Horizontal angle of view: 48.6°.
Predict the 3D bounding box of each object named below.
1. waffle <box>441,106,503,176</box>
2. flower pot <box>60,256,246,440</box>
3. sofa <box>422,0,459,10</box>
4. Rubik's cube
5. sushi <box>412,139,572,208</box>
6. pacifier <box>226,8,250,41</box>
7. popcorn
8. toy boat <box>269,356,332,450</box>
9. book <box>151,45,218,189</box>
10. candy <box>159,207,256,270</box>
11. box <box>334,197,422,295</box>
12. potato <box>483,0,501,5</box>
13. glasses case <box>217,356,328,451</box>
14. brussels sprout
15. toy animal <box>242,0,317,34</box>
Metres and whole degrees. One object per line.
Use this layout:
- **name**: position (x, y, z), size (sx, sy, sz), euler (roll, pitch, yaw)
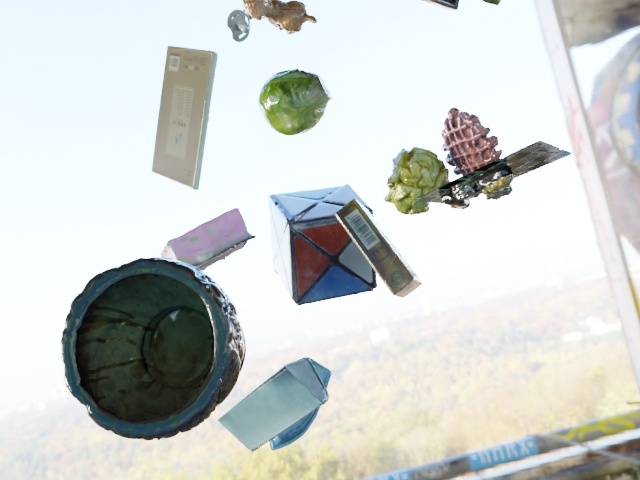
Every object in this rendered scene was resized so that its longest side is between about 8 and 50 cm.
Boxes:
- **waffle**: position (0.394, -0.234, 1.854), size (0.055, 0.221, 0.234), euler (-30, -36, -19)
- **flower pot**: position (-0.239, 0.172, 1.132), size (0.266, 0.267, 0.267), euler (-13, -11, 3)
- **sofa**: position (0.332, -0.679, 1.955), size (0.117, 0.060, 0.039), euler (4, 5, -37)
- **Rubik's cube**: position (0.000, 0.000, 2.367), size (0.305, 0.307, 0.310), euler (-10, 25, -12)
- **sushi**: position (0.335, -0.105, 1.367), size (0.279, 0.043, 0.192), euler (-24, -15, 34)
- **pacifier**: position (-0.193, -0.532, 1.759), size (0.068, 0.083, 0.064), euler (-39, 47, -17)
- **popcorn**: position (0.257, -0.161, 1.936), size (0.187, 0.186, 0.167), euler (-43, -58, 14)
- **toy boat**: position (-0.061, 0.404, 1.729), size (0.238, 0.109, 0.098), euler (-59, 1, -29)
- **book**: position (-0.322, -0.291, 1.655), size (0.021, 0.311, 0.216), euler (0, 15, -41)
- **candy**: position (-0.344, 0.016, 2.149), size (0.265, 0.116, 0.155), euler (-29, -3, -26)
- **box**: position (0.139, 0.021, 1.681), size (0.071, 0.240, 0.159), euler (-37, -14, 6)
- **potato**: position (0.452, -0.786, 2.040), size (0.160, 0.272, 0.111), euler (12, -52, -24)
- **glasses case**: position (-0.089, 0.315, 1.362), size (0.266, 0.105, 0.056), euler (-43, 5, 41)
- **brussels sprout**: position (-0.089, -0.472, 2.397), size (0.243, 0.244, 0.244), euler (-13, -6, -1)
- **toy animal**: position (-0.126, -0.675, 2.067), size (0.185, 0.104, 0.183), euler (16, 4, -43)
